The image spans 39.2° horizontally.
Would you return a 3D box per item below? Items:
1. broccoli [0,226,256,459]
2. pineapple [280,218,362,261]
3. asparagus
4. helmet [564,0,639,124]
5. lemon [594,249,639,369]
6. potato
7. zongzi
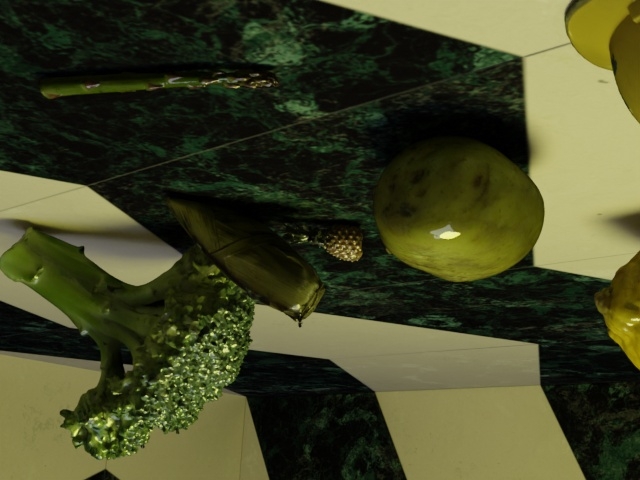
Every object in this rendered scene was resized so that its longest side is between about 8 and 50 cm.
[{"bbox_3d":[-0.280,0.092,1.432,0.353,0.397,0.274,-17,148,-35],"label":"broccoli"},{"bbox_3d":[0.000,0.000,1.333,0.124,0.058,0.058,4,164,-6],"label":"pineapple"},{"bbox_3d":[-0.162,-0.157,0.890,0.249,0.024,0.025,0,-154,12],"label":"asparagus"},{"bbox_3d":[0.328,-0.127,0.702,0.257,0.140,0.205,-9,160,30],"label":"helmet"},{"bbox_3d":[0.557,0.096,1.206,0.316,0.285,0.285,34,153,-17],"label":"lemon"},{"bbox_3d":[0.155,-0.033,1.026,0.197,0.148,0.228,-27,150,36],"label":"potato"},{"bbox_3d":[-0.101,0.018,1.242,0.204,0.094,0.205,39,178,-43],"label":"zongzi"}]
